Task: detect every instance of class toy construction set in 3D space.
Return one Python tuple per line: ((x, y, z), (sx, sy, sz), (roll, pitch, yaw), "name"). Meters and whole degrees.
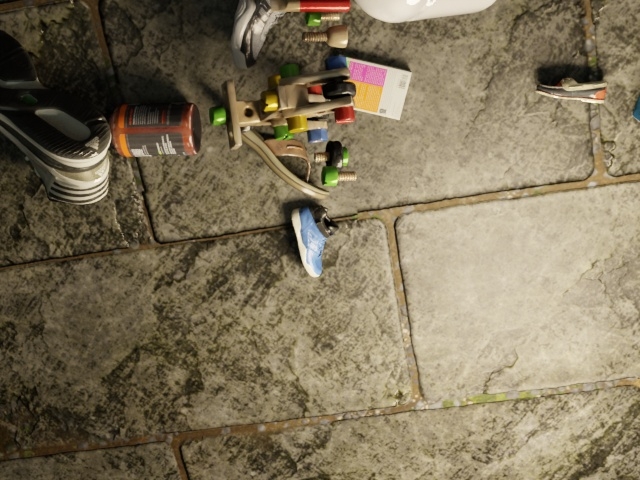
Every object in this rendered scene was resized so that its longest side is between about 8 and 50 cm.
((-0.073, -0.277, 1.545), (0.237, 0.257, 0.308), (-3, 112, -14), "toy construction set")

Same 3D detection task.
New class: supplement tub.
((-0.339, -0.218, 1.705), (0.198, 0.106, 0.106), (-1, 111, 3), "supplement tub")

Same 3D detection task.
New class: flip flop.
((-0.081, -0.181, 1.714), (0.277, 0.112, 0.080), (44, 93, -7), "flip flop")

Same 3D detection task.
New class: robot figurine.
((0.182, -0.480, 1.477), (0.354, 0.300, 0.199), (-16, 111, -33), "robot figurine")

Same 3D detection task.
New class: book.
((0.096, -0.298, 1.689), (0.144, 0.035, 0.096), (13, 108, -2), "book")

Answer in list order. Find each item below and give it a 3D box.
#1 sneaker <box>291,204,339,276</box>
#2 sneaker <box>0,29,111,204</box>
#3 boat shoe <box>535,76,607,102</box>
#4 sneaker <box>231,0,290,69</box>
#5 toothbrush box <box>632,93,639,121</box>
((0.000, 0.000, 1.792), (0.085, 0.058, 0.152), (-11, 103, 16), "sneaker")
((-0.585, -0.217, 1.686), (0.447, 0.169, 0.257), (38, 148, 16), "sneaker")
((0.480, -0.291, 1.660), (0.137, 0.049, 0.043), (6, 108, -1), "boat shoe")
((-0.070, -0.433, 1.608), (0.153, 0.101, 0.268), (17, 108, 0), "sneaker")
((0.736, -0.330, 1.589), (0.217, 0.126, 0.295), (13, 112, -1), "toothbrush box")
